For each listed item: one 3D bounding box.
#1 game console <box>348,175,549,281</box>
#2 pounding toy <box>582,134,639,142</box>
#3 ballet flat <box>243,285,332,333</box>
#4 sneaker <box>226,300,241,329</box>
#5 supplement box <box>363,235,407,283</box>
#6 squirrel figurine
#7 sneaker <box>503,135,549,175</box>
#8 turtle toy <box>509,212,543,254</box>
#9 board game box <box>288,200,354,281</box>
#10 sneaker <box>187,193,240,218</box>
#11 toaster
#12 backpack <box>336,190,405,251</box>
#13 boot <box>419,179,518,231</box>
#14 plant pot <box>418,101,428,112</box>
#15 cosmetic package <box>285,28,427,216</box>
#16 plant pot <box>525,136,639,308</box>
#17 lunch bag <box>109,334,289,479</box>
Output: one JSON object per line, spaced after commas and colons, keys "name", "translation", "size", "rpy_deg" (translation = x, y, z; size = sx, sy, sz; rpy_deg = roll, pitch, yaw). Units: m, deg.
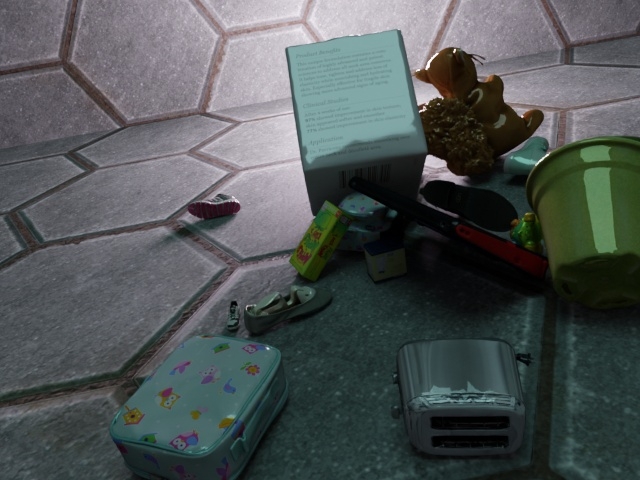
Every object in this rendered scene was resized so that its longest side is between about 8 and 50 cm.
{"name": "game console", "translation": [0.280, -0.028, 1.242], "size": [0.342, 0.060, 0.386], "rpy_deg": [17, 9, -35]}
{"name": "pounding toy", "translation": [0.865, -0.229, 1.635], "size": [0.237, 0.110, 0.183], "rpy_deg": [7, -2, -42]}
{"name": "ballet flat", "translation": [-0.068, 0.136, 1.223], "size": [0.213, 0.068, 0.072], "rpy_deg": [-21, 29, -23]}
{"name": "sneaker", "translation": [-0.196, 0.165, 1.243], "size": [0.032, 0.037, 0.083], "rpy_deg": [-8, 28, -2]}
{"name": "supplement box", "translation": [0.152, 0.045, 1.312], "size": [0.083, 0.083, 0.056], "rpy_deg": [-14, 27, -9]}
{"name": "squirrel figurine", "translation": [0.452, -0.415, 1.777], "size": [0.281, 0.370, 0.397], "rpy_deg": [-9, 33, 52]}
{"name": "sneaker", "translation": [0.684, -0.244, 1.715], "size": [0.151, 0.094, 0.256], "rpy_deg": [22, 37, 35]}
{"name": "turtle toy", "translation": [0.486, -0.014, 1.315], "size": [0.066, 0.095, 0.130], "rpy_deg": [-1, -3, 40]}
{"name": "board game box", "translation": [0.000, 0.000, 1.370], "size": [0.043, 0.181, 0.092], "rpy_deg": [28, 7, -32]}
{"name": "sneaker", "translation": [-0.346, -0.114, 1.826], "size": [0.170, 0.063, 0.075], "rpy_deg": [-7, 26, -5]}
{"name": "toaster", "translation": [0.223, 0.239, 0.860], "size": [0.227, 0.129, 0.146], "rpy_deg": [-3, 31, 9]}
{"name": "backpack", "translation": [0.109, -0.048, 1.455], "size": [0.188, 0.144, 0.166], "rpy_deg": [-3, 32, 26]}
{"name": "boot", "translation": [0.381, -0.098, 1.467], "size": [0.263, 0.091, 0.229], "rpy_deg": [24, 6, 12]}
{"name": "plant pot", "translation": [0.492, -0.482, 2.223], "size": [0.237, 0.110, 0.237], "rpy_deg": [-8, 27, 4]}
{"name": "cosmetic package", "translation": [0.098, -0.324, 1.603], "size": [0.329, 0.327, 0.393], "rpy_deg": [-8, 71, 2]}
{"name": "plant pot", "translation": [0.549, -0.015, 1.104], "size": [0.276, 0.276, 0.254], "rpy_deg": [1, 52, 20]}
{"name": "lunch bag", "translation": [-0.187, 0.281, 0.930], "size": [0.224, 0.108, 0.279], "rpy_deg": [6, 31, 22]}
